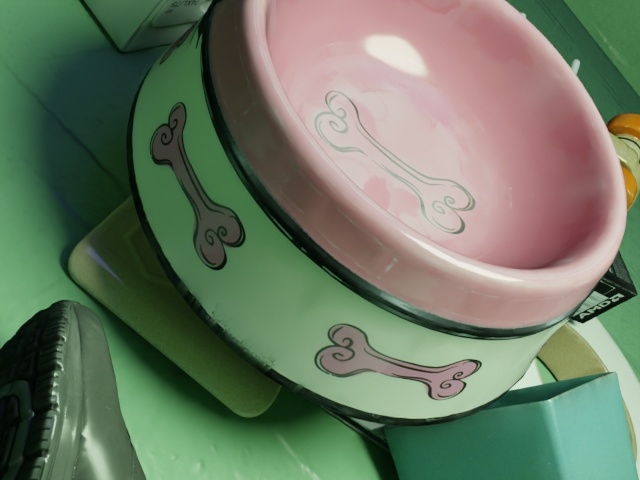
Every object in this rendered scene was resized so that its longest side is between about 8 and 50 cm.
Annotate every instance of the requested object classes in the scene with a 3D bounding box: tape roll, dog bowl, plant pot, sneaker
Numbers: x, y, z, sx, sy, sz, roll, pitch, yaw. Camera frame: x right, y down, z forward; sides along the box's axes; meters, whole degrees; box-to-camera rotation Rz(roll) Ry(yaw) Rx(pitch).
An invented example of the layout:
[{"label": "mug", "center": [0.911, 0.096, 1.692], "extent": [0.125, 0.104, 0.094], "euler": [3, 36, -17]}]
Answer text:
[{"label": "tape roll", "center": [0.299, 0.202, 0.955], "extent": [0.392, 0.072, 0.392], "euler": [32, 38, -29]}, {"label": "dog bowl", "center": [0.065, -0.074, 0.616], "extent": [0.407, 0.150, 0.408], "euler": [18, 50, -22]}, {"label": "plant pot", "center": [0.193, 0.256, 0.687], "extent": [0.165, 0.165, 0.235], "euler": [-1, 74, -51]}, {"label": "sneaker", "center": [-0.135, 0.174, 0.433], "extent": [0.130, 0.109, 0.287], "euler": [23, 52, -47]}]

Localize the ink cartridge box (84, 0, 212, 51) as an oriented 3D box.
[{"label": "ink cartridge box", "center": [-0.169, -0.368, 0.791], "extent": [0.270, 0.197, 0.198], "euler": [53, 33, 0]}]

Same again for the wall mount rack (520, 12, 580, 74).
[{"label": "wall mount rack", "center": [0.452, -0.265, 1.523], "extent": [0.350, 0.130, 0.304], "euler": [24, 42, -38]}]

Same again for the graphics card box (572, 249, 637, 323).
[{"label": "graphics card box", "center": [0.221, -0.055, 0.939], "extent": [0.370, 0.094, 0.233], "euler": [20, 45, -37]}]

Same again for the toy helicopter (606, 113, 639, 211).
[{"label": "toy helicopter", "center": [0.335, -0.142, 1.237], "extent": [0.355, 0.235, 0.140], "euler": [31, 62, 7]}]

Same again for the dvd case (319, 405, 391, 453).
[{"label": "dvd case", "center": [0.037, 0.112, 0.763], "extent": [0.221, 0.018, 0.165], "euler": [38, 35, -21]}]

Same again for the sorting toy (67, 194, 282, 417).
[{"label": "sorting toy", "center": [-0.087, 0.025, 0.665], "extent": [0.193, 0.038, 0.208], "euler": [41, 40, -7]}]
